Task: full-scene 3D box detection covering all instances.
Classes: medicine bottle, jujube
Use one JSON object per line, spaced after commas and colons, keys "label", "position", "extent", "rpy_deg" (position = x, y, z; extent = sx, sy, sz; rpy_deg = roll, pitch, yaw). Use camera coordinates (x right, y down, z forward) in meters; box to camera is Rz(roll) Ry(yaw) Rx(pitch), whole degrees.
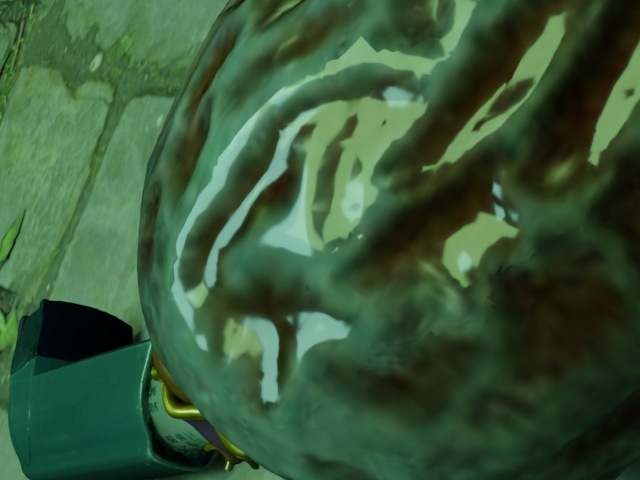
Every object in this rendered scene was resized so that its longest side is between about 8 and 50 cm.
{"label": "medicine bottle", "position": [-0.119, 0.092, 1.003], "extent": [0.258, 0.079, 0.124], "rpy_deg": [-15, 59, 54]}
{"label": "jujube", "position": [0.077, -0.042, 0.597], "extent": [0.246, 0.215, 0.308], "rpy_deg": [38, 98, 35]}

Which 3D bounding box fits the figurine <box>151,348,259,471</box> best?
{"label": "figurine", "position": [0.000, 0.000, 0.816], "extent": [0.189, 0.142, 0.263], "rpy_deg": [-36, -33, -87]}
